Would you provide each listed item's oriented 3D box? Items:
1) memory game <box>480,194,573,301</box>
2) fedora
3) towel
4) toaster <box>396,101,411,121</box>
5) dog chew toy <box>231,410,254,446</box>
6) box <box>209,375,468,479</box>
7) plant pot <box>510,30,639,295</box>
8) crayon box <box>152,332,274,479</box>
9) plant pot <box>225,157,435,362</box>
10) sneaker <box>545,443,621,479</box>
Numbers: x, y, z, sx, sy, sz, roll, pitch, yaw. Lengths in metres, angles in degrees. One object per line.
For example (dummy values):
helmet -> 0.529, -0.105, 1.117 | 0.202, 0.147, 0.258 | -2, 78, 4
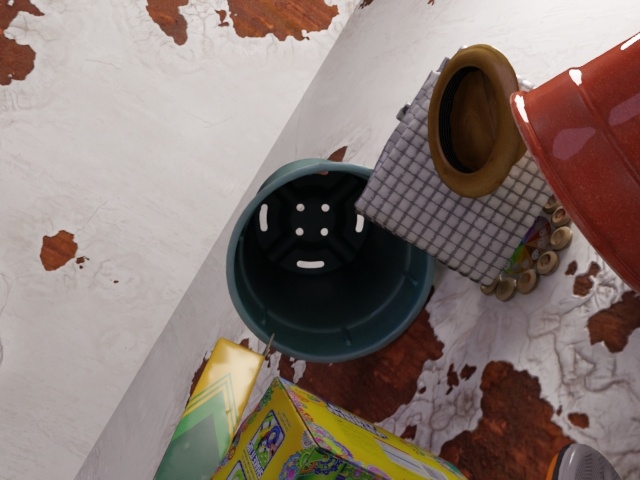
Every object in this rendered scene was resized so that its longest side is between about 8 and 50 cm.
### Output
memory game -> 0.295, 0.005, 1.051 | 0.186, 0.012, 0.186 | -46, 25, 28
fedora -> 0.215, -0.151, 0.919 | 0.194, 0.079, 0.194 | 9, 100, 60
towel -> 0.215, -0.106, 1.033 | 0.283, 0.235, 0.121 | -58, -9, -1
toaster -> 0.226, -0.153, 1.168 | 0.129, 0.227, 0.146 | -58, 2, 4
dog chew toy -> -0.077, 0.393, 1.115 | 0.331, 0.207, 0.206 | -54, 21, 32
box -> 0.013, 0.361, 0.821 | 0.279, 0.290, 0.177 | -57, 22, 2
plant pot -> 0.383, -0.121, 0.725 | 0.265, 0.272, 0.272 | -37, 30, 28
crayon box -> -0.179, 0.298, 1.094 | 0.322, 0.083, 0.203 | -69, 4, -50
plant pot -> 0.000, 0.000, 1.312 | 0.341, 0.341, 0.334 | -55, 14, 9
sneaker -> 0.194, 0.353, 0.667 | 0.180, 0.125, 0.321 | -31, 35, 48
